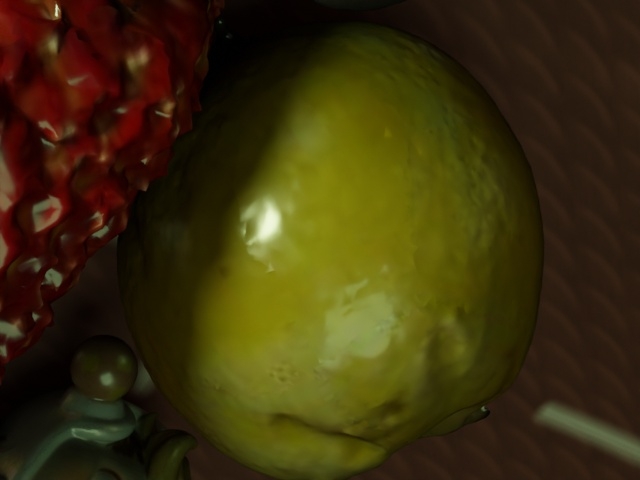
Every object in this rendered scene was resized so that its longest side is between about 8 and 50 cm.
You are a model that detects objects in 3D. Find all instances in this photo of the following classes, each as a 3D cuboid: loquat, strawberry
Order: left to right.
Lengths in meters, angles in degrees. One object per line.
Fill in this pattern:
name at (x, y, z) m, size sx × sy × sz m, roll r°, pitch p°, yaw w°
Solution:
strawberry at (-0.217, -0.058, 0.813) m, size 0.343 × 0.292 × 0.292 m, roll -54°, pitch 130°, yaw -21°
loquat at (0.000, 0.000, 0.937) m, size 0.244 × 0.244 × 0.244 m, roll -9°, pitch 125°, yaw -14°

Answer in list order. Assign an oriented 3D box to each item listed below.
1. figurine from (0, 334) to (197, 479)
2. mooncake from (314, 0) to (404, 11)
figurine at (-0.197, 0.135, 1.016) m, size 0.274 × 0.133 × 0.194 m, roll 7°, pitch 97°, yaw -17°
mooncake at (0.039, -0.210, 0.807) m, size 0.245 × 0.133 × 0.245 m, roll -17°, pitch 152°, yaw -9°
